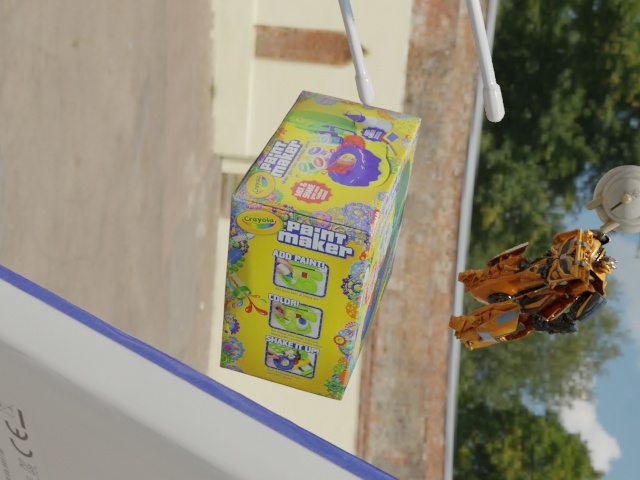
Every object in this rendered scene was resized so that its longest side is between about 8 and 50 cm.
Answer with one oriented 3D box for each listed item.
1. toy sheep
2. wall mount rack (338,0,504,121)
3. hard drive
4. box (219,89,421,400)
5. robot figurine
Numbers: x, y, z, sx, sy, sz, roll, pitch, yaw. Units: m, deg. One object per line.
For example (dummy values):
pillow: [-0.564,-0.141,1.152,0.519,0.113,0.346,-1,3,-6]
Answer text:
toy sheep: [0.369,-0.048,1.222,0.132,0.091,0.091,-22,117,-71]
wall mount rack: [0.037,-0.249,0.992,0.350,0.304,0.130,19,-98,52]
hard drive: [-0.058,0.134,0.425,0.040,0.318,0.210,-43,147,-41]
box: [0.000,0.000,1.353,0.290,0.177,0.279,-63,164,-51]
robot figurine: [0.353,0.076,1.683,0.291,0.085,0.211,-27,-146,40]
